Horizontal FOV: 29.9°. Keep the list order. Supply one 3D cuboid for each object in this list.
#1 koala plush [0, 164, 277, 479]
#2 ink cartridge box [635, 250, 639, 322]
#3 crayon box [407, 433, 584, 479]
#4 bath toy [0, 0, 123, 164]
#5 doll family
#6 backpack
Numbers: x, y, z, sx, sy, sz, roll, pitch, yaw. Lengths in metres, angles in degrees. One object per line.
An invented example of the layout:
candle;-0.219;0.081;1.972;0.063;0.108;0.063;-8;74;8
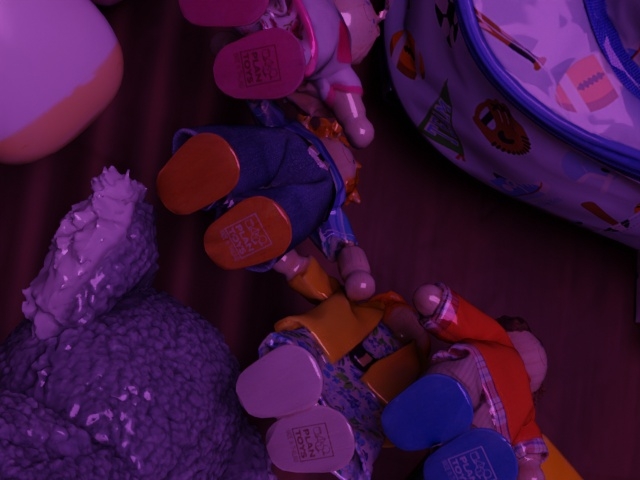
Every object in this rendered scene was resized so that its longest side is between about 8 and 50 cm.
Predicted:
koala plush;-0.102;0.097;0.453;0.221;0.203;0.196;-49;125;-44
ink cartridge box;0.199;0.022;0.650;0.048;0.028;0.083;8;80;-19
crayon box;0.061;0.321;0.514;0.363;0.106;0.313;-45;100;-23
bath toy;-0.095;-0.145;0.487;0.151;0.129;0.348;37;68;15
doll family;0.000;0.000;0.506;0.118;0.163;0.263;-26;90;20
backpack;0.168;-0.117;0.553;0.263;0.213;0.277;13;71;-7
